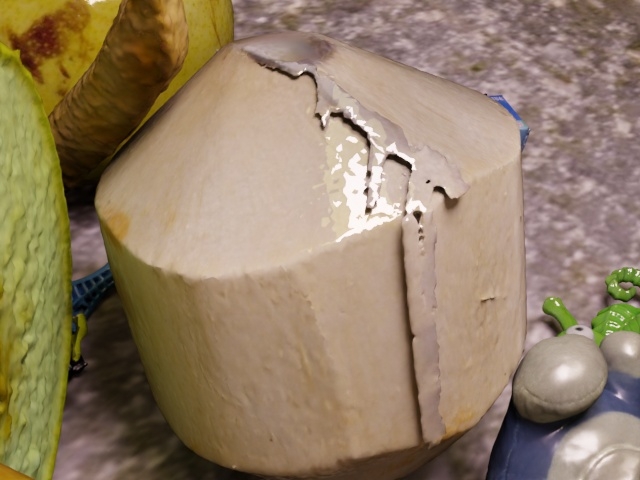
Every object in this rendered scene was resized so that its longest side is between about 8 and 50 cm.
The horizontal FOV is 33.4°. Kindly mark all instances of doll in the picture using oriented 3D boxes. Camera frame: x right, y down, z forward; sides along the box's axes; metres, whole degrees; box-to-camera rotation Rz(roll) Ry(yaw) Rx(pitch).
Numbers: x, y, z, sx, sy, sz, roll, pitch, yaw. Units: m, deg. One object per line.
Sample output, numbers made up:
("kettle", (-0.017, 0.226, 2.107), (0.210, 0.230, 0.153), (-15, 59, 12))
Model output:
("doll", (0.240, 0.186, 0.735), (0.258, 0.154, 0.228), (11, 72, 6))
("doll", (0.258, 0.079, 0.941), (0.190, 0.050, 0.115), (-25, 61, -40))

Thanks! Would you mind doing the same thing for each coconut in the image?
("coconut", (0.000, 0.000, 0.737), (0.322, 0.323, 0.323), (9, 40, -7))

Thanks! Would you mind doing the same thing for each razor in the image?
("razor", (-0.156, 0.014, 0.895), (0.082, 0.042, 0.253), (60, 41, -13))

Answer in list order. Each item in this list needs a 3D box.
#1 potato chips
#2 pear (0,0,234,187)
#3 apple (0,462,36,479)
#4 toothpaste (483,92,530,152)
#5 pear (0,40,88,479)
("potato chips", (-0.202, -0.062, 0.755), (0.080, 0.407, 0.057), (37, 45, -25))
("pear", (-0.213, -0.180, 0.935), (0.283, 0.284, 0.284), (9, 40, -7))
("apple", (-0.193, 0.256, 0.360), (0.374, 0.374, 0.384), (21, 34, 7))
("toothpaste", (0.084, -0.107, 1.100), (0.272, 0.053, 0.066), (-7, 44, -25))
("pear", (-0.320, 0.033, 0.632), (0.317, 0.343, 0.238), (1, 21, 0))
